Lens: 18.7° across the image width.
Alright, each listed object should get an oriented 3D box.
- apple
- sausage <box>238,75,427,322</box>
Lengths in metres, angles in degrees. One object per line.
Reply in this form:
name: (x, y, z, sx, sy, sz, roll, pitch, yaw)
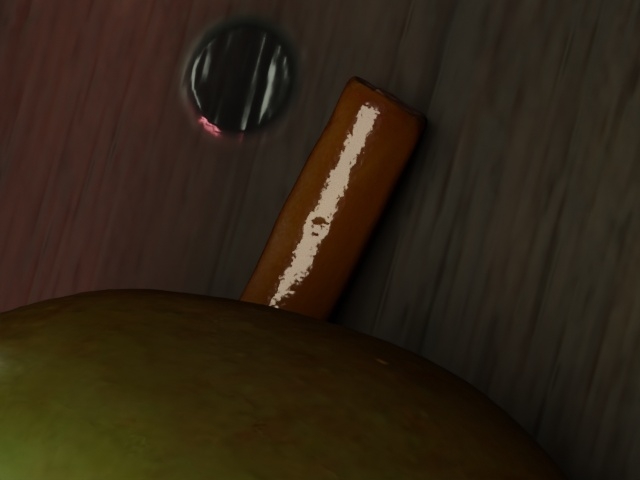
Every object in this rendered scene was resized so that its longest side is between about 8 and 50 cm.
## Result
apple: (-0.068, 0.177, 0.640, 0.338, 0.305, 0.338, -3, 83, 24)
sausage: (0.000, 0.000, 0.778, 0.039, 0.041, 0.131, 25, 94, -1)
